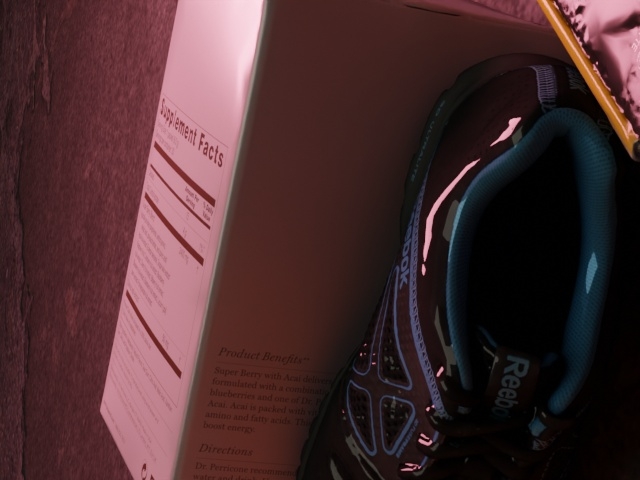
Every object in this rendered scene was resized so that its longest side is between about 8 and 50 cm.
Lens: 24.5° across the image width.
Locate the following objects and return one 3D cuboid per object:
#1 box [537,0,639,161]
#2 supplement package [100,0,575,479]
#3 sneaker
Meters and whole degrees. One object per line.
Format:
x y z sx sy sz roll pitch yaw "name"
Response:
0.179 -0.229 0.592 0.257 0.079 0.322 -105 31 -48 "box"
0.000 0.000 0.828 0.175 0.178 0.292 -139 59 -65 "supplement package"
0.060 0.082 0.680 0.139 0.125 0.340 -92 13 -81 "sneaker"
